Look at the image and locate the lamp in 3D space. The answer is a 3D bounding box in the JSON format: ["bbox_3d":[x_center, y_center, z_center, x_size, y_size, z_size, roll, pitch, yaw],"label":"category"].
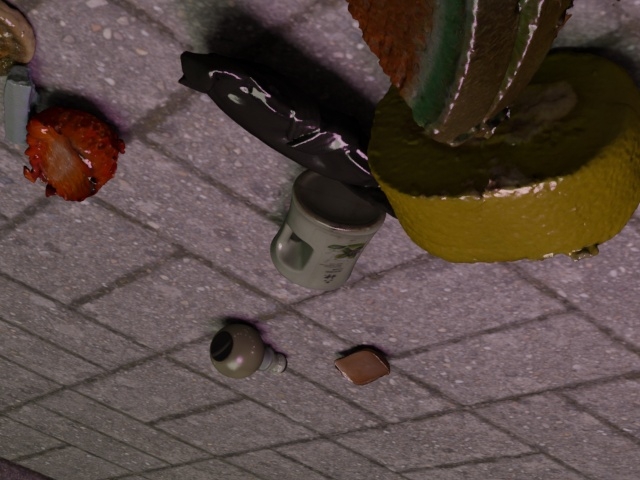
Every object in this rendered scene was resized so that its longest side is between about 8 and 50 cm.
[{"bbox_3d":[-0.111,0.195,1.734,0.091,0.090,0.163,-9,157,37],"label":"lamp"}]

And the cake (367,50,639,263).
[{"bbox_3d":[0.184,-0.077,1.010,0.261,0.179,0.156,0,149,28],"label":"cake"}]

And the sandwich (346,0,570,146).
[{"bbox_3d":[0.099,-0.218,0.822,0.212,0.109,0.292,50,150,14],"label":"sandwich"}]

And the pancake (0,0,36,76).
[{"bbox_3d":[-0.393,-0.234,1.169,0.152,0.025,0.151,7,155,3],"label":"pancake"}]

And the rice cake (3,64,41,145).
[{"bbox_3d":[-0.364,-0.160,1.261,0.042,0.030,0.180,11,159,-13],"label":"rice cake"}]

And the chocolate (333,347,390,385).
[{"bbox_3d":[0.072,0.201,1.699,0.064,0.031,0.101,43,140,-11],"label":"chocolate"}]

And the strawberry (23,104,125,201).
[{"bbox_3d":[-0.314,-0.114,1.303,0.121,0.082,0.188,46,153,-12],"label":"strawberry"}]

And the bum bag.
[{"bbox_3d":[-0.017,-0.124,1.112,0.326,0.079,0.142,31,-177,-29],"label":"bum bag"}]

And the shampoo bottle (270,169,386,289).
[{"bbox_3d":[0.000,0.000,1.327,0.118,0.087,0.234,15,151,-6],"label":"shampoo bottle"}]

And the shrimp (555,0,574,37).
[{"bbox_3d":[0.145,-0.204,0.943,0.124,0.034,0.178,47,120,2],"label":"shrimp"}]
